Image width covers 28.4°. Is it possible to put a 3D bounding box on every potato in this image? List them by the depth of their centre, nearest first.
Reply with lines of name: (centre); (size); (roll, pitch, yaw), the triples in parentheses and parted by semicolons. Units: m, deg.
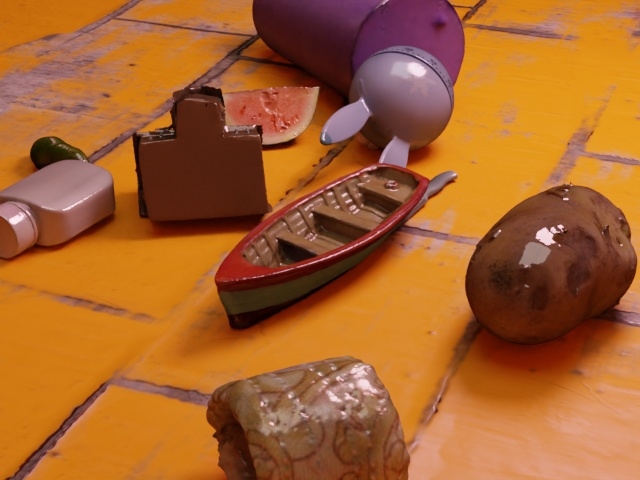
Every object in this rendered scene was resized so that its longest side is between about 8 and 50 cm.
potato: (0.260, 0.027, 1.444); (0.165, 0.165, 0.262); (22, 31, 36)

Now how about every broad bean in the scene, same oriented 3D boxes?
broad bean: (-0.376, -0.118, 1.815); (0.046, 0.061, 0.195); (-18, 32, -35)

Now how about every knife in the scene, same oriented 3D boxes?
knife: (0.136, -0.056, 1.746); (0.028, 0.015, 0.210); (21, 34, 24)

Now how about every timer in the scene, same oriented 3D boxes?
timer: (0.093, -0.175, 1.869); (0.175, 0.175, 0.255); (22, 64, 36)

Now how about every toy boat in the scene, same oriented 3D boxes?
toy boat: (0.000, 0.000, 1.558); (0.136, 0.079, 0.392); (20, 35, 30)

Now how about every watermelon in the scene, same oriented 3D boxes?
watermelon: (-0.082, -0.186, 1.945); (0.163, 0.087, 0.069); (-4, -3, -11)

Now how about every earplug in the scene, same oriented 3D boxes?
earplug: (0.031, -0.361, 2.144); (0.215, 0.215, 0.456); (-15, 28, -26)

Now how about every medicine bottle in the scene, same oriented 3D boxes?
medicine bottle: (-0.361, -0.043, 1.663); (0.119, 0.069, 0.183); (16, 30, 26)

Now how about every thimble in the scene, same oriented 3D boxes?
thimble: (-0.017, 0.182, 1.165); (0.143, 0.137, 0.190); (-13, 15, -19)

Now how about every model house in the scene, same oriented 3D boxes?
model house: (-0.170, -0.129, 1.762); (0.180, 0.176, 0.248); (-5, 12, -8)
